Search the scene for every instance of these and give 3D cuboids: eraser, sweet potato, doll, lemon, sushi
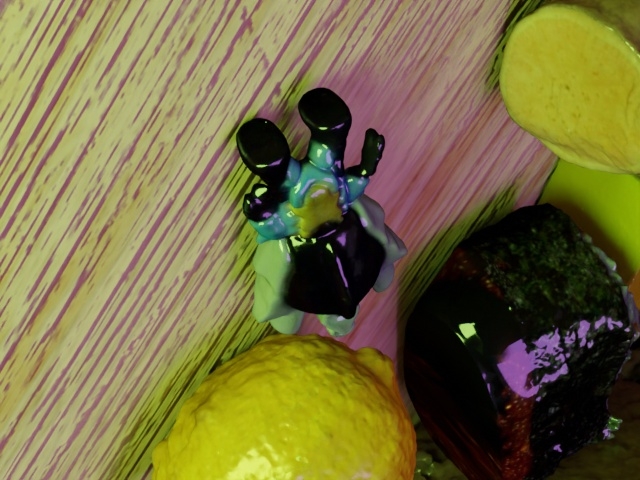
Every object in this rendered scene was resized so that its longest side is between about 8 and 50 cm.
[{"bbox_3d":[0.206,-0.014,1.104,0.045,0.097,0.122,-22,145,-38],"label":"eraser"},{"bbox_3d":[0.262,-0.172,0.931,0.336,0.131,0.131,-39,154,-18],"label":"sweet potato"},{"bbox_3d":[0.000,0.000,0.839,0.096,0.070,0.195,-25,144,-9],"label":"doll"},{"bbox_3d":[-0.024,0.137,0.919,0.187,0.142,0.142,-38,155,-4],"label":"lemon"},{"bbox_3d":[0.141,0.081,1.103,0.126,0.136,0.225,-34,146,-19],"label":"sushi"}]

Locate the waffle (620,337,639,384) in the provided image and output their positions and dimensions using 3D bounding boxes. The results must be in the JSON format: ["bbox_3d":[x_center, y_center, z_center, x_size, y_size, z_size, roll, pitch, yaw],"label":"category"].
[{"bbox_3d":[0.332,0.160,1.606,0.214,0.054,0.208,-43,149,-9],"label":"waffle"}]

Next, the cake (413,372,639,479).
[{"bbox_3d":[0.219,0.283,1.286,0.282,0.255,0.290,-26,125,-37],"label":"cake"}]
